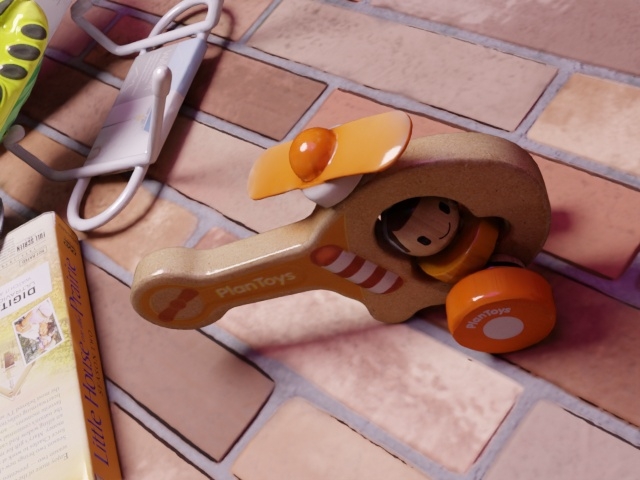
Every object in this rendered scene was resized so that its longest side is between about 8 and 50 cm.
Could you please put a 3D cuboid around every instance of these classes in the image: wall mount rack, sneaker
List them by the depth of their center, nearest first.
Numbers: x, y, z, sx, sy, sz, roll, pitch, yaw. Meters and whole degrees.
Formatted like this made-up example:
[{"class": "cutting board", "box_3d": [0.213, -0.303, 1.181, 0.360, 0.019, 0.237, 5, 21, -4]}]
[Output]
[{"class": "sneaker", "box_3d": [-0.379, -0.127, 1.033, 0.295, 0.109, 0.123, -53, 9, 2]}, {"class": "wall mount rack", "box_3d": [-0.195, -0.189, 1.053, 0.304, 0.130, 0.350, -8, 52, 39]}]

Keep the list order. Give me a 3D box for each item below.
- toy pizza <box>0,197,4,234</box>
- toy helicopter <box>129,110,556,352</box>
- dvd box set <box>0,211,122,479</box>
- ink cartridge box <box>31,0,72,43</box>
[{"class": "toy pizza", "box_3d": [-0.433, 0.010, 1.043, 0.201, 0.032, 0.201, -16, 46, 18]}, {"class": "toy helicopter", "box_3d": [0.000, 0.000, 0.760, 0.355, 0.235, 0.140, -15, 51, 18]}, {"class": "dvd box set", "box_3d": [-0.345, 0.194, 0.916, 0.308, 0.062, 0.420, -29, 47, 6]}, {"class": "ink cartridge box", "box_3d": [-0.474, -0.259, 1.113, 0.309, 0.272, 0.130, -53, 44, 19]}]
